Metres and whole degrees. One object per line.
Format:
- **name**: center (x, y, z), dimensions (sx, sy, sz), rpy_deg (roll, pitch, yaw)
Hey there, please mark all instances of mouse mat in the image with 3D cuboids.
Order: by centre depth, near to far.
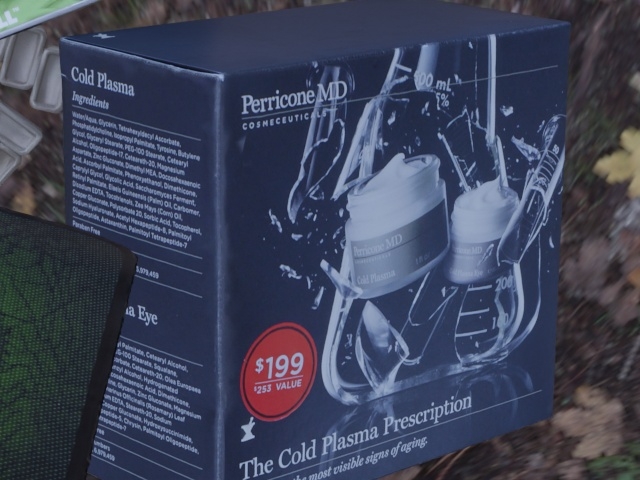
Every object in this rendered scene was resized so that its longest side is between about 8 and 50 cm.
- **mouse mat**: center (-0.120, 0.008, 0.451), dimensions (0.152, 0.190, 0.007), rpy_deg (16, 106, -6)

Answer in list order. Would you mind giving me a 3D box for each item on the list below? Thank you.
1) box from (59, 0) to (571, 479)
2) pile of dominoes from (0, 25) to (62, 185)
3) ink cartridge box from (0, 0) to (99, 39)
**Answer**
- **box**: center (0.000, 0.000, 1.426), dimensions (0.343, 0.179, 0.313), rpy_deg (-14, 110, -41)
- **pile of dominoes**: center (-0.337, -0.153, 1.659), dimensions (0.251, 0.040, 0.196), rpy_deg (38, 108, -25)
- **ink cartridge box**: center (-0.187, -0.210, 1.421), dimensions (0.188, 0.255, 0.097), rpy_deg (-20, 100, 7)
